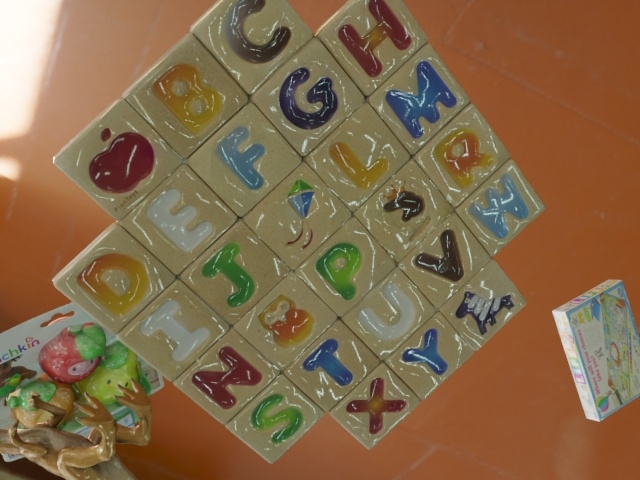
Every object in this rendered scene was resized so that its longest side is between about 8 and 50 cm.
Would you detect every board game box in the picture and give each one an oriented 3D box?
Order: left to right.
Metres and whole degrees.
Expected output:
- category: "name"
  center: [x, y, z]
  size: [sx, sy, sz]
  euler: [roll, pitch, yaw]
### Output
- category: "board game box"
  center: [0.367, 0.141, 1.244]
  size: [0.026, 0.103, 0.154]
  euler: [1, 112, 63]

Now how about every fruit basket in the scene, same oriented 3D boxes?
- category: "fruit basket"
  center: [-0.436, 0.241, 1.703]
  size: [0.165, 0.327, 0.353]
  euler: [51, 154, 29]

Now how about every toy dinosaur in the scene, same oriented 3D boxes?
- category: "toy dinosaur"
  center: [-0.155, 0.159, 0.678]
  size: [0.212, 0.064, 0.112]
  euler: [30, 115, -6]

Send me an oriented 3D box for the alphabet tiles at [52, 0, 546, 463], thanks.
- category: "alphabet tiles"
  center: [0.000, 0.000, 0.663]
  size: [0.285, 0.011, 0.342]
  euler: [-43, 122, 1]
